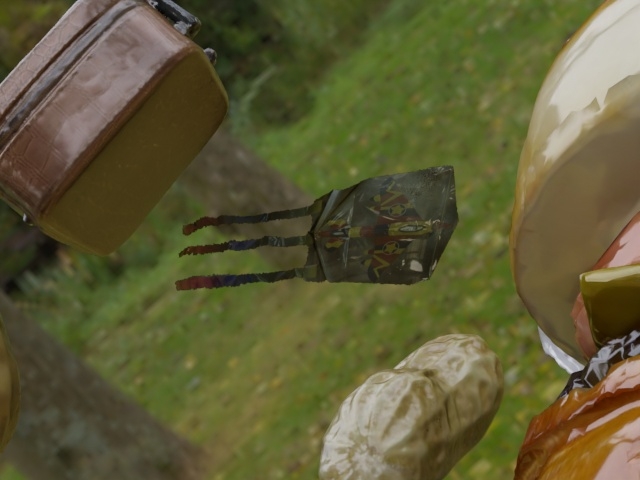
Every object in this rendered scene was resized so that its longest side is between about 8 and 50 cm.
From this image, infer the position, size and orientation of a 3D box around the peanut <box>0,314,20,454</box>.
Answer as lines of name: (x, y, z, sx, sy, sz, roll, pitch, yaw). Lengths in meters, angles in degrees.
peanut: (-0.225, -0.020, 0.799, 0.159, 0.291, 0.143, -29, -7, 21)

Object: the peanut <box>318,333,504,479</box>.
peanut: (0.065, 0.124, 1.233, 0.083, 0.093, 0.194, -3, 25, 37)

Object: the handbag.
handbag: (-0.123, -0.070, 1.021, 0.151, 0.072, 0.193, -50, -10, -1)

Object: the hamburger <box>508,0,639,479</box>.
hamburger: (0.185, 0.035, 0.488, 0.291, 0.291, 0.225, -28, 44, 49)

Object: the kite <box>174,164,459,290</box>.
kite: (0.000, -0.001, 1.474, 0.245, 0.141, 0.015, -7, 43, -16)

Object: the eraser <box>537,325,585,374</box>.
eraser: (0.237, -0.016, 0.756, 0.287, 0.130, 0.086, -12, 25, -21)
